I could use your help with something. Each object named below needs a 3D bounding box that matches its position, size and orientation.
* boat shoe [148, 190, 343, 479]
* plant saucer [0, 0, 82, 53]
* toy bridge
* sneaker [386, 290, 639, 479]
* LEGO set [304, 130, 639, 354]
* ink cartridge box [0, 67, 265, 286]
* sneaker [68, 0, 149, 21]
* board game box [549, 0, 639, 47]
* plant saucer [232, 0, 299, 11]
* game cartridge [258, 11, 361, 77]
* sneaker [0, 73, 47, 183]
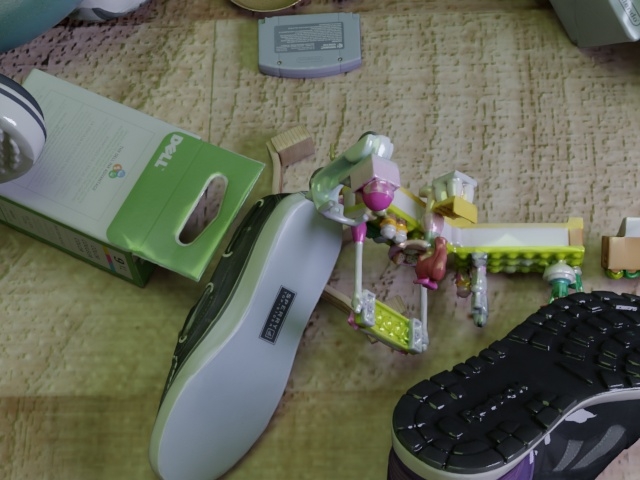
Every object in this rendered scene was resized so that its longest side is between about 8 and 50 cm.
[{"bbox_3d":[-0.065,0.065,1.157,0.076,0.080,0.228,14,77,53],"label":"boat shoe"},{"bbox_3d":[-0.271,-0.304,1.313,0.317,0.043,0.318,-8,74,28],"label":"plant saucer"},{"bbox_3d":[0.000,0.000,1.216,0.063,0.026,0.188,-24,62,-6],"label":"toy bridge"},{"bbox_3d":[0.150,0.128,1.099,0.283,0.124,0.107,-19,43,-33],"label":"sneaker"},{"bbox_3d":[0.111,0.024,1.139,0.287,0.132,0.107,16,61,-27],"label":"LEGO set"},{"bbox_3d":[-0.152,-0.039,1.228,0.209,0.062,0.109,23,66,17],"label":"ink cartridge box"},{"bbox_3d":[-0.181,-0.315,1.349,0.111,0.129,0.297,0,62,3],"label":"sneaker"},{"bbox_3d":[0.282,-0.324,1.273,0.303,0.097,0.224,-35,103,-15],"label":"board game box"},{"bbox_3d":[-0.043,-0.218,1.348,0.083,0.015,0.083,-2,61,4],"label":"plant saucer"},{"bbox_3d":[-0.009,-0.156,1.311,0.083,0.017,0.056,-3,57,3],"label":"game cartridge"},{"bbox_3d":[-0.321,-0.123,1.214,0.321,0.126,0.127,5,57,32],"label":"sneaker"}]
